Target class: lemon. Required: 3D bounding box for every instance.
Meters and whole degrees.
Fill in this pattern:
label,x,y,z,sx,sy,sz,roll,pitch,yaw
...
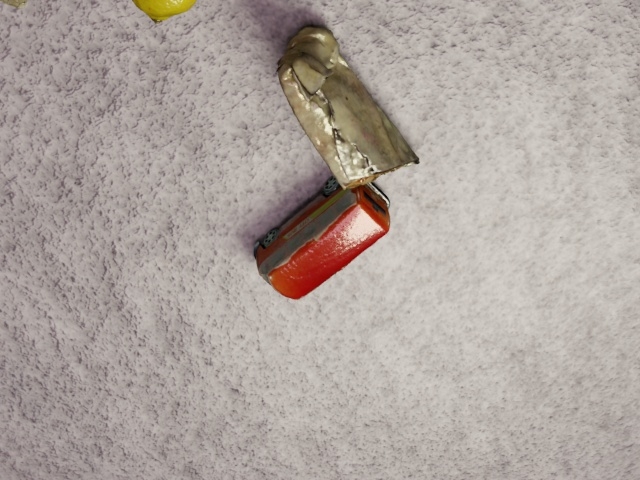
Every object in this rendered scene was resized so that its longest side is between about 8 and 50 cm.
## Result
label,x,y,z,sx,sy,sz,roll,pitch,yaw
lemon,-0.220,-0.373,1.249,0.109,0.109,0.133,6,118,-13

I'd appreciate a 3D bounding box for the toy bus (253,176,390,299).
label,x,y,z,sx,sy,sz,roll,pitch,yaw
toy bus,0.000,0.000,1.562,0.265,0.120,0.121,-38,122,19

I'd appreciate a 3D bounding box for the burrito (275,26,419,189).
label,x,y,z,sx,sy,sz,roll,pitch,yaw
burrito,0.042,-0.181,1.402,0.107,0.175,0.348,-8,136,37

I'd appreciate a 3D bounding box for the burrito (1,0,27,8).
label,x,y,z,sx,sy,sz,roll,pitch,yaw
burrito,-0.509,-0.400,1.222,0.229,0.063,0.058,30,158,-19
